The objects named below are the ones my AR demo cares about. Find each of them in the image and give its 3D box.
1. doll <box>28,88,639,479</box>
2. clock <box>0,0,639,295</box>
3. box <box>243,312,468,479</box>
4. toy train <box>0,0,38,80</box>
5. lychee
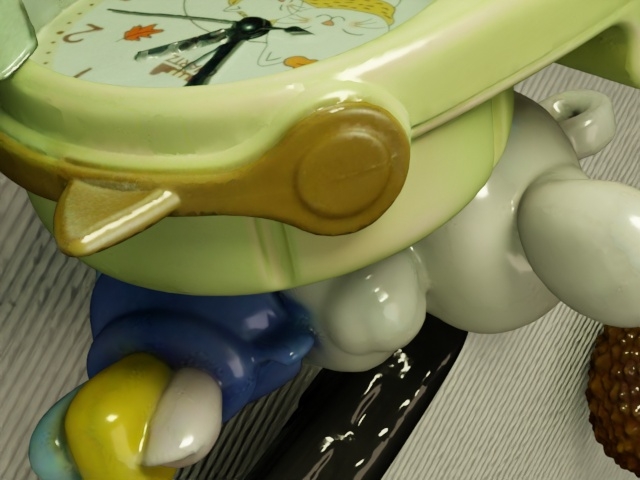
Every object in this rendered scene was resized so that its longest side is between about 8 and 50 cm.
[{"bbox_3d":[-0.004,-0.008,0.957,0.365,0.187,0.376,-24,-174,1],"label":"doll"},{"bbox_3d":[-0.029,-0.089,0.833,0.348,0.286,0.117,-36,132,-31],"label":"clock"},{"bbox_3d":[-0.016,0.168,1.123,0.289,0.073,0.290,-53,178,-10],"label":"box"},{"bbox_3d":[-0.259,-0.041,0.662,0.326,0.159,0.129,-51,149,-26],"label":"toy train"},{"bbox_3d":[0.351,0.150,1.640,0.200,0.200,0.238,-29,122,-42],"label":"lychee"}]
